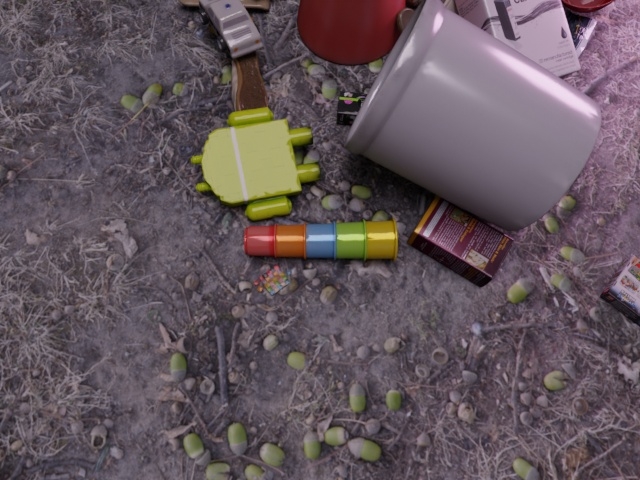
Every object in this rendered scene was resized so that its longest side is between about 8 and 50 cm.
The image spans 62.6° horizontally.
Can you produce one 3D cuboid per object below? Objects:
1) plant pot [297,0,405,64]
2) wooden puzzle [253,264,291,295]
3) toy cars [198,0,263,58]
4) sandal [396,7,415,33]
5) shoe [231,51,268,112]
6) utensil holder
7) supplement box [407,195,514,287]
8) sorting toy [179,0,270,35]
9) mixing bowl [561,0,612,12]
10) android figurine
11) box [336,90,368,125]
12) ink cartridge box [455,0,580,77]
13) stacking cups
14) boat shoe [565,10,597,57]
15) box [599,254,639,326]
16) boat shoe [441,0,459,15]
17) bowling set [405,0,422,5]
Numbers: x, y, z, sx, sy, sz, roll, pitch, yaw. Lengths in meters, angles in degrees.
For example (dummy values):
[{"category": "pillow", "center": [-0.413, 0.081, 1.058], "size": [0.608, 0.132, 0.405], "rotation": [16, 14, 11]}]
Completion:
[{"category": "plant pot", "center": [0.081, -0.593, 1.226], "size": [0.275, 0.243, 0.275], "rotation": [1, 72, -2]}, {"category": "wooden puzzle", "center": [-0.098, 0.085, 1.119], "size": [0.083, 0.006, 0.049], "rotation": [-36, 77, -13]}, {"category": "toy cars", "center": [-0.192, -0.610, 1.251], "size": [0.176, 0.087, 0.393], "rotation": [11, 66, 1]}, {"category": "sandal", "center": [0.250, -0.478, 1.252], "size": [0.180, 0.049, 0.072], "rotation": [48, 64, -23]}, {"category": "shoe", "center": [-0.170, -0.353, 1.240], "size": [0.076, 0.058, 0.219], "rotation": [0, 75, -23]}, {"category": "utensil holder", "center": [0.288, -0.235, 1.050], "size": [0.385, 0.327, 0.327], "rotation": [29, 73, -6]}, {"category": "supplement box", "center": [0.295, 0.002, 1.122], "size": [0.188, 0.081, 0.104], "rotation": [32, 73, 9]}, {"category": "sorting toy", "center": [-0.242, -0.635, 1.338], "size": [0.229, 0.041, 0.307], "rotation": [2, 72, -6]}, {"category": "mixing bowl", "center": [0.663, -0.634, 1.297], "size": [0.181, 0.098, 0.181], "rotation": [-2, 83, 19]}, {"category": "android figurine", "center": [-0.142, -0.168, 1.152], "size": [0.273, 0.056, 0.248], "rotation": [-13, 86, -8]}, {"category": "box", "center": [0.082, -0.306, 1.231], "size": [0.083, 0.052, 0.062], "rotation": [6, 71, -2]}, {"category": "ink cartridge box", "center": [0.453, -0.487, 1.223], "size": [0.197, 0.114, 0.273], "rotation": [-20, 94, -12]}, {"category": "stacking cups", "center": [0.000, 0.000, 1.103], "size": [0.316, 0.096, 0.096], "rotation": [-1, 72, -3]}, {"category": "boat shoe", "center": [0.616, -0.495, 1.313], "size": [0.083, 0.065, 0.183], "rotation": [28, 66, 11]}, {"category": "box", "center": [0.716, 0.139, 1.117], "size": [0.207, 0.036, 0.114], "rotation": [40, 75, 10]}, {"category": "boat shoe", "center": [0.376, -0.634, 1.336], "size": [0.335, 0.112, 0.095], "rotation": [-47, 40, -15]}, {"category": "bowling set", "center": [0.293, -0.699, 1.328], "size": [0.154, 0.287, 0.200], "rotation": [4, 114, 7]}]
